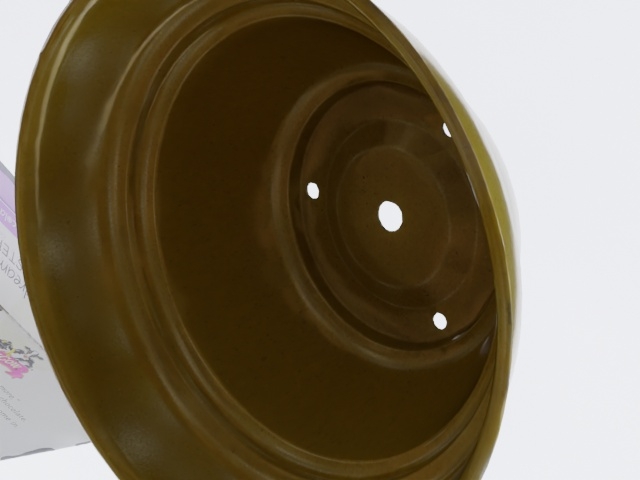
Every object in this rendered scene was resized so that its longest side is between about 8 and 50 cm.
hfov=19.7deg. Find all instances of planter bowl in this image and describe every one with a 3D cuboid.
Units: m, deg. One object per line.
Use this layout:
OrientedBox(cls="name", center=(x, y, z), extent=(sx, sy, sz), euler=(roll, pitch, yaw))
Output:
OrientedBox(cls="planter bowl", center=(0.000, 0.000, 0.624), extent=(0.217, 0.090, 0.217), euler=(13, -69, 38))

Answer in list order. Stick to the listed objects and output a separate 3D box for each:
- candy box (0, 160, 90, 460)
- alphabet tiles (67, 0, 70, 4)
OrientedBox(cls="candy box", center=(-0.207, 0.039, 0.872), extent=(0.196, 0.165, 0.070), euler=(-13, -132, 23))
OrientedBox(cls="alphabet tiles", center=(-0.082, -0.277, 1.343), extent=(0.285, 0.011, 0.342), euler=(16, -98, 43))
